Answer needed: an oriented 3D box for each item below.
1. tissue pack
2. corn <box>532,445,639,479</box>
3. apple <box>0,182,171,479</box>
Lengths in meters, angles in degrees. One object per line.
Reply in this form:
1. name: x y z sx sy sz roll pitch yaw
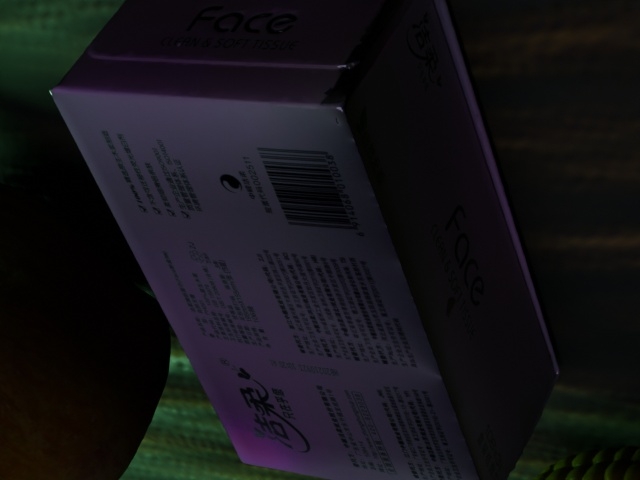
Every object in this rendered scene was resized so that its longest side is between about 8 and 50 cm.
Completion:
1. tissue pack: 0.000 0.000 0.774 0.148 0.092 0.246 6 138 30
2. corn: 0.209 0.149 0.781 0.321 0.119 0.119 -6 131 42
3. apple: -0.192 0.074 0.911 0.188 0.211 0.211 39 145 -11
